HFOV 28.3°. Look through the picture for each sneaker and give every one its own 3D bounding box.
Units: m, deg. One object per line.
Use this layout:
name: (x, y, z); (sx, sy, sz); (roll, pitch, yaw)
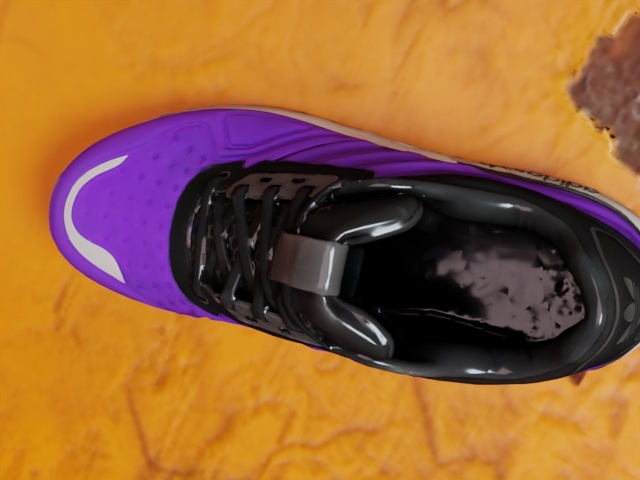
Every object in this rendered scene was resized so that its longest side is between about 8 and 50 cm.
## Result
sneaker: (0.000, -0.001, 0.546); (0.294, 0.146, 0.102); (8, 98, 16)
